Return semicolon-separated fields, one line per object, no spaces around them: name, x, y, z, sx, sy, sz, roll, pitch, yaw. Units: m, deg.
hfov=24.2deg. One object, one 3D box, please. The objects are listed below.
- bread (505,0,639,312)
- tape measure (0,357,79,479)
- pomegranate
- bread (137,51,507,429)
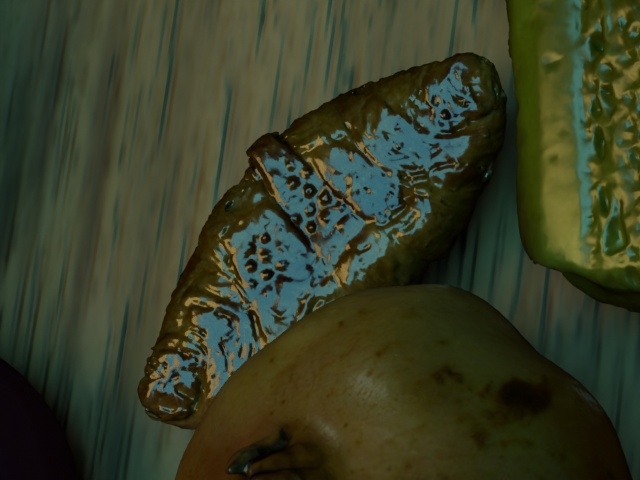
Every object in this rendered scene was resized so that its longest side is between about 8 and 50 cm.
bread;0.161;-0.157;0.677;0.166;0.112;0.384;-13;75;38
tape measure;-0.231;0.160;0.732;0.231;0.149;0.245;-38;72;9
pomegranate;0.032;0.124;0.634;0.209;0.209;0.209;-3;79;17
bread;0.000;0.000;0.725;0.233;0.076;0.105;-46;76;3
